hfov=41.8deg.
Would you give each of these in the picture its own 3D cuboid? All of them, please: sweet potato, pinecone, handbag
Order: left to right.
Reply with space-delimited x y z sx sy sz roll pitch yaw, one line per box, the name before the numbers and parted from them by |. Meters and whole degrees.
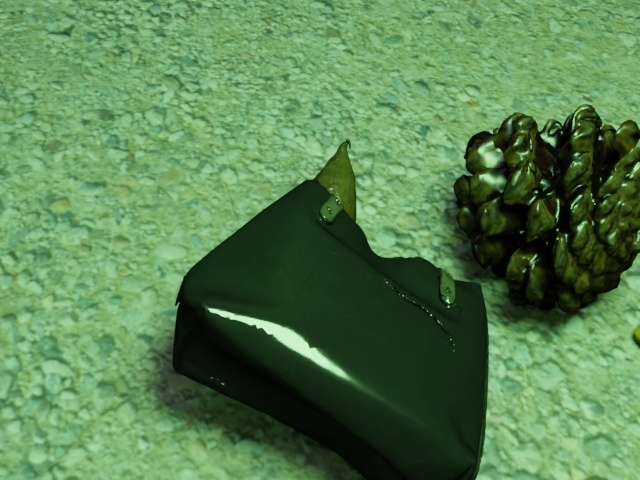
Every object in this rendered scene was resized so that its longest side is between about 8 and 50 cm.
sweet potato | 0.000 0.003 1.020 0.074 0.075 0.270 13 65 4
handbag | 0.033 0.087 0.887 0.342 0.152 0.288 34 45 -3
pinecone | 0.276 -0.035 0.990 0.243 0.244 0.257 -30 16 -28

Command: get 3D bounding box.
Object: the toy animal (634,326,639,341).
toy animal | 0.495 0.085 0.973 0.229 0.156 0.156 -32 60 -17
